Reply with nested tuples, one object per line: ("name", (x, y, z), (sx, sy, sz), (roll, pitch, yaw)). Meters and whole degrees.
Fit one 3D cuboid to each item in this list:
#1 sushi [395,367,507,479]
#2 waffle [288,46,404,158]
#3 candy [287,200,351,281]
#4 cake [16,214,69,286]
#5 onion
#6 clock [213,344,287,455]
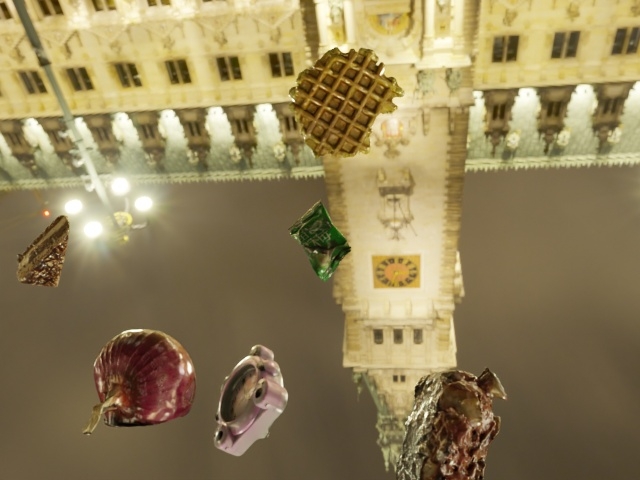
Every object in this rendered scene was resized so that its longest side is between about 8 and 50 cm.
("sushi", (0.310, 0.452, 1.287), (0.182, 0.196, 0.344), (-19, -137, 56))
("waffle", (0.066, -0.362, 1.486), (0.300, 0.282, 0.058), (-37, -171, 5))
("candy", (0.001, 0.002, 1.587), (0.141, 0.078, 0.203), (-38, -114, 14))
("cake", (-0.836, 0.038, 1.770), (0.246, 0.135, 0.112), (-40, -126, 11))
("onion", (-0.458, 0.349, 1.458), (0.256, 0.272, 0.231), (-4, -96, -8))
("clock", (-0.186, 0.409, 1.458), (0.227, 0.090, 0.248), (-49, -154, 13))
